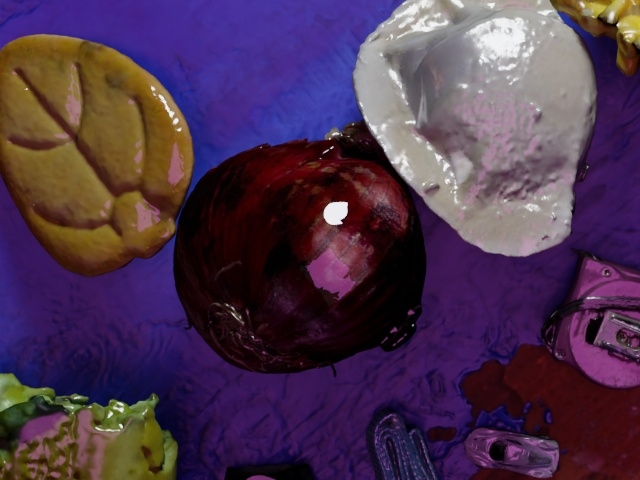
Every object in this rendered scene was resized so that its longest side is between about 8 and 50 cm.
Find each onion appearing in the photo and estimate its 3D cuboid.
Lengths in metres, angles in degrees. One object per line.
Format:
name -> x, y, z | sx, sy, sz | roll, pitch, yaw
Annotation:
onion -> -0.012, 0.014, 1.607 | 0.281, 0.281, 0.221 | -41, 102, 5

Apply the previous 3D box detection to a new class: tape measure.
tape measure -> 0.277, 0.080, 1.699 | 0.125, 0.074, 0.118 | 17, 97, 2

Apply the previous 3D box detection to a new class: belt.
belt -> 0.075, 0.254, 1.733 | 0.100, 0.065, 0.179 | -18, 93, -5

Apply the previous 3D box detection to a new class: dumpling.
dumpling -> 0.141, -0.126, 1.612 | 0.227, 0.243, 0.175 | 6, 121, -12

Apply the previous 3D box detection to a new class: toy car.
toy car -> 0.185, 0.206, 1.739 | 0.093, 0.025, 0.041 | 9, 95, 1

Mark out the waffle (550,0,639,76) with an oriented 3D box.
waffle -> 0.374, -0.245, 1.585 | 0.329, 0.329, 0.062 | -16, 134, 4

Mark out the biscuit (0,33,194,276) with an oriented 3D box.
biscuit -> -0.226, -0.088, 1.685 | 0.203, 0.041, 0.260 | -46, 73, 24

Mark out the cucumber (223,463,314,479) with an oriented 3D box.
cucumber -> -0.050, 0.315, 1.736 | 0.115, 0.086, 0.193 | -2, 89, 4

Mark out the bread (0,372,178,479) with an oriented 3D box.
bread -> -0.269, 0.315, 1.675 | 0.251, 0.208, 0.376 | 5, 96, -5
